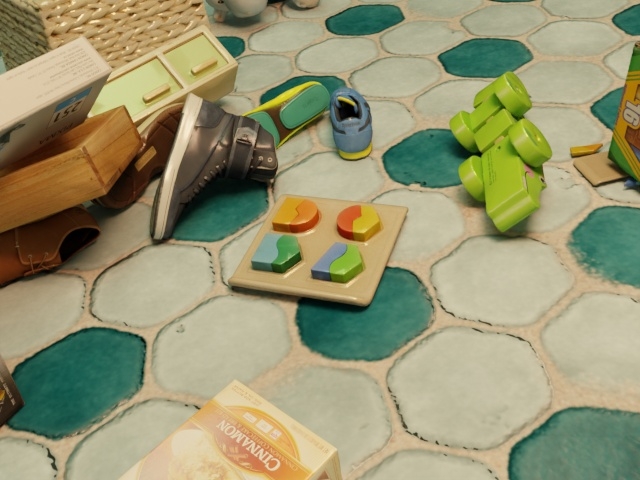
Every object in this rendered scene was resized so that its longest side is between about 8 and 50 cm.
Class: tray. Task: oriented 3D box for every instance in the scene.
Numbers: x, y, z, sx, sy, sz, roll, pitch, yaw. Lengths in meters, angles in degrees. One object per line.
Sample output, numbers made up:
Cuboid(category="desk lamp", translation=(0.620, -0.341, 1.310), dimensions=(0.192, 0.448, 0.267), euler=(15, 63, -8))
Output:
Cuboid(category="tray", translation=(-0.466, -0.062, 1.047), dimensions=(0.410, 0.076, 0.203), euler=(-18, 23, 10))

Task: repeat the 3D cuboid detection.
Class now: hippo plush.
Cuboid(category="hippo plush", translation=(-0.156, -0.619, 1.662), dimensions=(0.236, 0.234, 0.294), euler=(-30, 43, -25))

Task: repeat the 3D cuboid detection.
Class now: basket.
Cuboid(category="basket", translation=(-0.413, -0.391, 1.404), dimensions=(0.328, 0.267, 0.331), euler=(-31, 44, -27))

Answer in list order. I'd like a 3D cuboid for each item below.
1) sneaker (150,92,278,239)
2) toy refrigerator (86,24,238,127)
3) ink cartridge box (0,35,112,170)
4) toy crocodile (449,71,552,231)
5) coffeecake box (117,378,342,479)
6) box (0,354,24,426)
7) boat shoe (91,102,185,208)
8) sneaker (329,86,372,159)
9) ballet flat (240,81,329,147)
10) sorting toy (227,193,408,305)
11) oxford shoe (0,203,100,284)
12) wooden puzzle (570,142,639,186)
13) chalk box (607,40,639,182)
Cuboid(category="sneaker", translation=(-0.151, -0.090, 1.103), dimensions=(0.163, 0.086, 0.226), euler=(20, 74, -15))
Cuboid(category="toy refrigerator", translation=(-0.279, -0.254, 1.273), dimensions=(0.269, 0.094, 0.102), euler=(-35, 79, -24))
Cuboid(category="ink cartridge box", translation=(-0.430, -0.115, 0.957), dimensions=(0.296, 0.066, 0.261), euler=(-44, 6, -41))
Cuboid(category="toy crocodile", translation=(0.266, -0.135, 1.068), dimensions=(0.115, 0.105, 0.341), euler=(-41, 26, 30))
Cuboid(category="coffeecake box", translation=(-0.093, 0.237, 0.687), dimensions=(0.142, 0.068, 0.185), euler=(26, 50, 36))
Cuboid(category="box", translation=(-0.439, 0.090, 0.816), dimensions=(0.183, 0.231, 0.056), euler=(15, 40, 27))
Cuboid(category="boat shoe", translation=(-0.290, -0.148, 1.206), dimensions=(0.095, 0.095, 0.257), euler=(5, 36, 35))
Cuboid(category="sneaker", translation=(0.048, -0.217, 1.229), dimensions=(0.069, 0.082, 0.209), euler=(-9, 36, 4))
Cuboid(category="ballet flat", translation=(-0.085, -0.194, 1.243), dimensions=(0.231, 0.077, 0.077), euler=(-35, 23, -25))
Cuboid(category="sorting toy", translation=(0.000, 0.000, 0.995), dimensions=(0.192, 0.038, 0.208), euler=(7, 40, 21))
Cuboid(category="oxford shoe", translation=(-0.403, 0.018, 1.035), dimensions=(0.212, 0.076, 0.076), euler=(-36, 59, -28))
Cuboid(category="wooden puzzle", translation=(0.407, -0.105, 1.063), dimensions=(0.078, 0.014, 0.116), euler=(-13, 37, 2))
Cuboid(category="chalk box", translation=(0.528, -0.122, 0.915), dimensions=(0.180, 0.179, 0.289), euler=(-15, 41, -14))
